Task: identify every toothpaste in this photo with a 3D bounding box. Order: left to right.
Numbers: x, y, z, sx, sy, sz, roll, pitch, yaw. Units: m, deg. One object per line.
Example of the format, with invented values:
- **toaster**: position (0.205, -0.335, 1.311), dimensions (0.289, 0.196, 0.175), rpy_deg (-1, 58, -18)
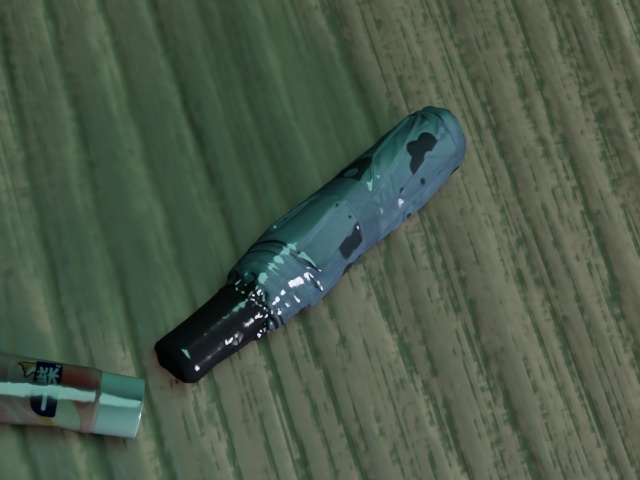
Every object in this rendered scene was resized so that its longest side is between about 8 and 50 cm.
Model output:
- **toothpaste**: position (-0.199, 0.075, 0.795), dimensions (0.205, 0.036, 0.056), rpy_deg (10, 66, -12)

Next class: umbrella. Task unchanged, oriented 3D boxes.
- **umbrella**: position (0.001, 0.000, 0.888), dimensions (0.052, 0.053, 0.250), rpy_deg (48, 60, 3)
